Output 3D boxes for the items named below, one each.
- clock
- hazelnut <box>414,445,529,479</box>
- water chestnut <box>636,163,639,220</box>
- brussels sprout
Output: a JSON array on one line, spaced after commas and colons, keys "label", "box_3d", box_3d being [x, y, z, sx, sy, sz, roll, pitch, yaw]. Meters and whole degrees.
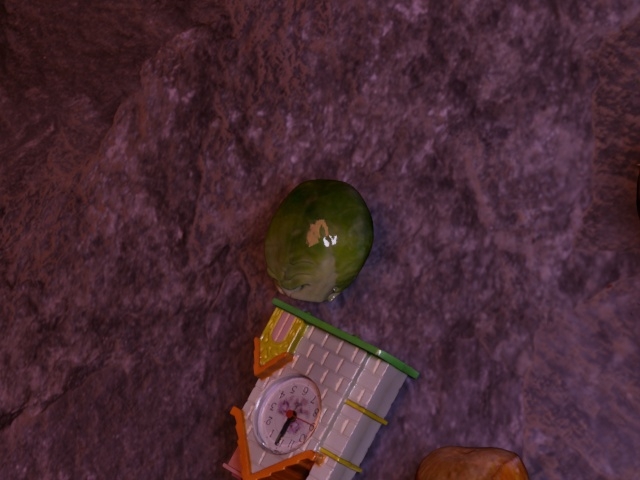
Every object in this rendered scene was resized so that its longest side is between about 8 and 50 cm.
[{"label": "clock", "box_3d": [-0.021, 0.242, 2.100, 0.220, 0.106, 0.255, 23, 82, 42]}, {"label": "hazelnut", "box_3d": [0.195, 0.331, 1.889, 0.150, 0.150, 0.150, -17, 58, 29]}, {"label": "water chestnut", "box_3d": [0.488, -0.050, 1.798, 0.224, 0.238, 0.223, -10, 62, 20]}, {"label": "brussels sprout", "box_3d": [-0.001, 0.000, 2.189, 0.161, 0.144, 0.180, 2, 91, 17]}]
